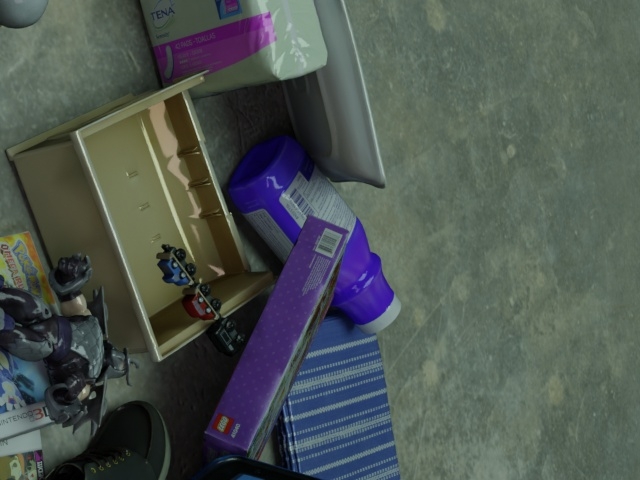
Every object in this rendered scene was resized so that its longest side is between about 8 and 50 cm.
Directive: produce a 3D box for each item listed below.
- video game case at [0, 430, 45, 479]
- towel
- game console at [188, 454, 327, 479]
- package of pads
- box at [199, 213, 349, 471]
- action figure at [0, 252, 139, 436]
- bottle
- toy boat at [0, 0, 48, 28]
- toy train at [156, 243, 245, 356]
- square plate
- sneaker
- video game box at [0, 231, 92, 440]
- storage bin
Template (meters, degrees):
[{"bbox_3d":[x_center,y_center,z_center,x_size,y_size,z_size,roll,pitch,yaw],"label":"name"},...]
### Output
[{"bbox_3d":[-0.356,0.304,1.655,0.210,0.041,0.232,-2,84,-52],"label":"video game case"},{"bbox_3d":[0.019,0.260,2.159,0.243,0.040,0.336,-10,92,-55],"label":"towel"},{"bbox_3d":[-0.086,0.393,1.875,0.293,0.173,0.250,24,63,-47],"label":"game console"},{"bbox_3d":[-0.124,-0.321,1.937,0.101,0.229,0.297,-19,98,-37],"label":"package of pads"},{"bbox_3d":[-0.055,0.139,1.933,0.201,0.057,0.293,102,12,-64],"label":"box"},{"bbox_3d":[-0.280,0.089,1.645,0.285,0.099,0.185,29,38,-45],"label":"action figure"},{"bbox_3d":[0.000,0.000,2.118,0.283,0.092,0.118,51,42,-25],"label":"bottle"},{"bbox_3d":[-0.393,-0.349,1.665,0.267,0.148,0.318,-49,120,-45],"label":"toy boat"},{"bbox_3d":[-0.133,0.067,1.809,0.036,0.027,0.158,-52,124,-31],"label":"toy train"},{"bbox_3d":[-0.013,-0.232,2.053,0.049,0.344,0.347,-15,96,-10],"label":"square plate"},{"bbox_3d":[-0.227,0.239,1.767,0.222,0.083,0.118,-78,152,-42],"label":"sneaker"},{"bbox_3d":[-0.338,0.103,1.685,0.187,0.048,0.205,-14,81,-56],"label":"video game box"},{"bbox_3d":[-0.189,-0.029,1.877,0.260,0.123,0.262,-33,108,-50],"label":"storage bin"}]
